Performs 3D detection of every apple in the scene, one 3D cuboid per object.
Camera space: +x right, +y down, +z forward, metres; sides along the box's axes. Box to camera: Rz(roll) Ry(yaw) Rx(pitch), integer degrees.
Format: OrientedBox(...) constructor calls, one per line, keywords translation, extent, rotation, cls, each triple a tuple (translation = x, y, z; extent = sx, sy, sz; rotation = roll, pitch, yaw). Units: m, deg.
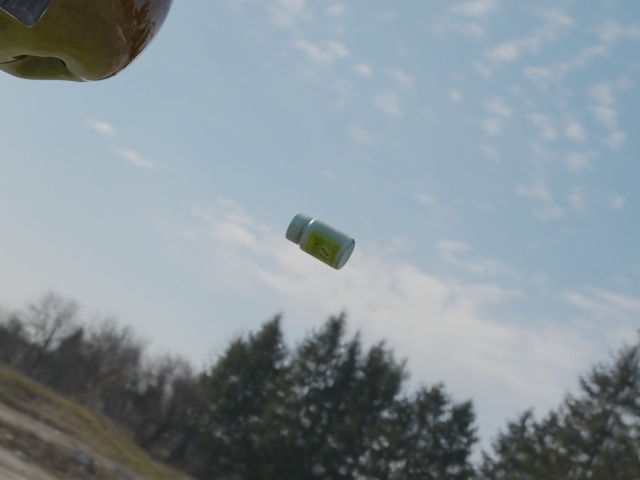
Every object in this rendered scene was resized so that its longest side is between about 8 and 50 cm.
OrientedBox(translation=(-0.384, -0.384, 1.570), extent=(0.339, 0.305, 0.338), rotation=(11, -19, 4), cls="apple")

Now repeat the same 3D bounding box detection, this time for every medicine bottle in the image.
OrientedBox(translation=(0.000, 0.000, 1.363), extent=(0.083, 0.047, 0.047), rotation=(29, -13, 14), cls="medicine bottle")

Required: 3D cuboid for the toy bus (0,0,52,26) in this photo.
OrientedBox(translation=(-0.323, -0.259, 1.010), extent=(0.166, 0.047, 0.065), rotation=(36, -1, 34), cls="toy bus")
